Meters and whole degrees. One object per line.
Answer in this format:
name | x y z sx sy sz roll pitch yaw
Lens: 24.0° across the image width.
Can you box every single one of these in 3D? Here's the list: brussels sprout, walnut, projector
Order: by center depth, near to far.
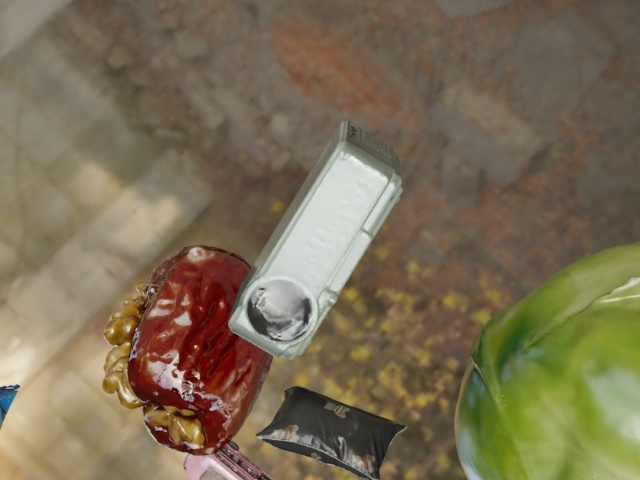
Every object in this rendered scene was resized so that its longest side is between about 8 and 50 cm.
brussels sprout | 0.330 0.178 1.661 0.361 0.342 0.425 1 158 -8
projector | 0.000 0.000 1.752 0.099 0.256 0.192 31 -169 -4
walnut | -0.191 0.150 2.114 0.244 0.269 0.221 15 144 5

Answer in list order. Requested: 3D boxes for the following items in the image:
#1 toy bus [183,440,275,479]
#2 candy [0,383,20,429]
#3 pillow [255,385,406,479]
toy bus | -0.107 0.363 2.180 0.203 0.063 0.090 38 -163 0
candy | -0.327 0.166 1.370 0.136 0.088 0.038 -94 -2 -71
pillow | 0.012 0.212 1.675 0.150 0.090 0.048 18 146 15
